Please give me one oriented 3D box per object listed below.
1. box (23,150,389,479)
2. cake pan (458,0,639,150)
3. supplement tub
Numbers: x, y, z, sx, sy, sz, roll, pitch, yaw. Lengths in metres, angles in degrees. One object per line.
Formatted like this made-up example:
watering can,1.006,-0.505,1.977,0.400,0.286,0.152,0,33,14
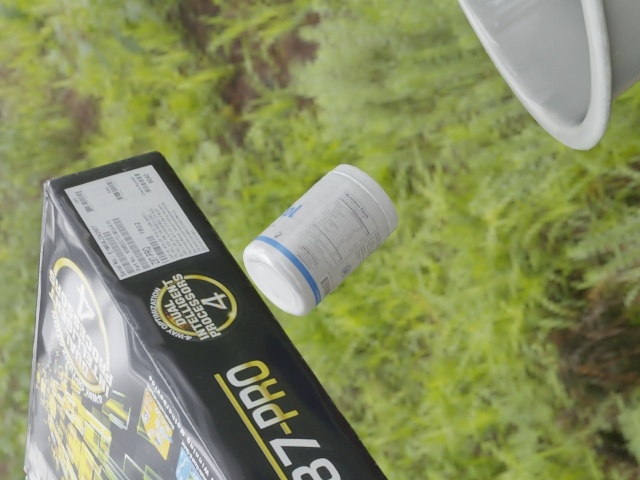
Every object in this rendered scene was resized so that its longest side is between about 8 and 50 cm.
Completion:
box,-0.065,0.188,0.929,0.395,0.097,0.318,53,148,31
cake pan,0.065,-0.178,0.563,0.293,0.054,0.293,-24,-90,-90
supplement tub,0.000,0.000,1.121,0.071,0.107,0.071,38,156,20
